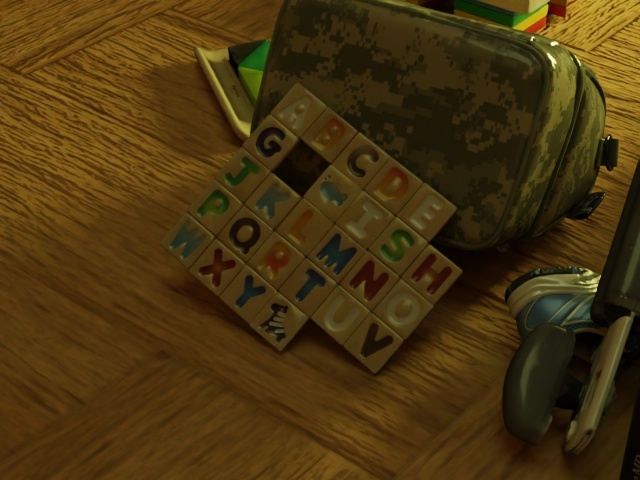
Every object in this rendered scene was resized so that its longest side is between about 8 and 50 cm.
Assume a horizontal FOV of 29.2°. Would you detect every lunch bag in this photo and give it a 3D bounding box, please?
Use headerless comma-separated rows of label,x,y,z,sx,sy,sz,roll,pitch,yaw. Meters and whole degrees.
lunch bag,0.122,-0.120,1.216,0.305,0.213,0.256,19,15,26

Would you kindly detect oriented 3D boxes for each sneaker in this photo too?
sneaker,0.269,0.071,1.079,0.211,0.080,0.081,-4,59,-7

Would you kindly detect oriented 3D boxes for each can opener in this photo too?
can opener,0.228,0.037,1.001,0.095,0.076,0.284,22,71,2

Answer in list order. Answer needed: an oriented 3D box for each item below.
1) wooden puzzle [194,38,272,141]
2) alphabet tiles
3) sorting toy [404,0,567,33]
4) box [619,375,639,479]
wooden puzzle,-0.014,-0.201,1.467,0.238,0.044,0.221,-10,37,-14
alphabet tiles,0.000,0.000,1.099,0.237,0.009,0.198,40,88,19
sorting toy,0.229,-0.360,1.651,0.257,0.089,0.255,24,42,30
box,0.325,0.171,0.858,0.108,0.153,0.207,-29,44,-33
